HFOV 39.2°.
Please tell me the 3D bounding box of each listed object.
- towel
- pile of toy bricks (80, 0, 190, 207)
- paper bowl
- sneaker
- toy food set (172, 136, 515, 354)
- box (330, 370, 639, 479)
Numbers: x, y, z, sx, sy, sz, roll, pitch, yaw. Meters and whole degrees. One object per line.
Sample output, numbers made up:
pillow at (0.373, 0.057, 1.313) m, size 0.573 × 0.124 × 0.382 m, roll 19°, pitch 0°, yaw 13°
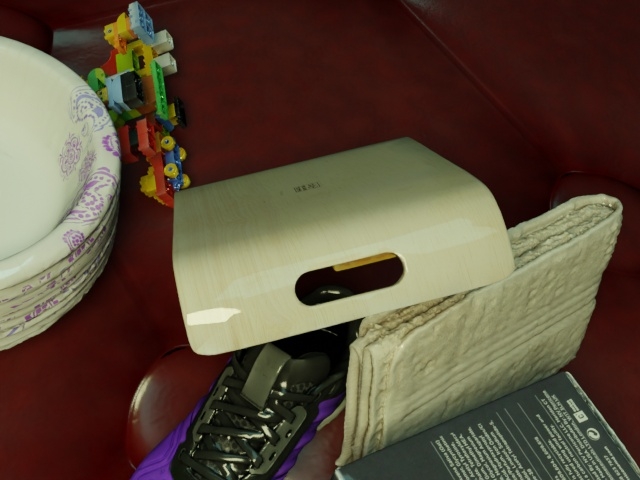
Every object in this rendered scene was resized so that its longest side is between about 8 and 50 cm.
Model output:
towel at (0.131, 0.082, 0.739) m, size 0.282 × 0.187 × 0.049 m, roll -24°, pitch 47°, yaw -30°
pile of toy bricks at (-0.203, -0.131, 0.886) m, size 0.105 × 0.118 × 0.212 m, roll -18°, pitch 63°, yaw 12°
paper bowl at (-0.310, -0.031, 0.738) m, size 0.284 × 0.148 × 0.284 m, roll 7°, pitch 51°, yaw -8°
sneaker at (-0.057, 0.134, 0.674) m, size 0.102 × 0.146 × 0.293 m, roll 32°, pitch 51°, yaw 11°
toy food set at (0.000, 0.000, 0.718) m, size 0.220 × 0.092 × 0.306 m, roll -14°, pitch 17°, yaw -6°
box at (0.105, 0.205, 0.656) m, size 0.207 × 0.153 × 0.108 m, roll -16°, pitch 58°, yaw -25°
